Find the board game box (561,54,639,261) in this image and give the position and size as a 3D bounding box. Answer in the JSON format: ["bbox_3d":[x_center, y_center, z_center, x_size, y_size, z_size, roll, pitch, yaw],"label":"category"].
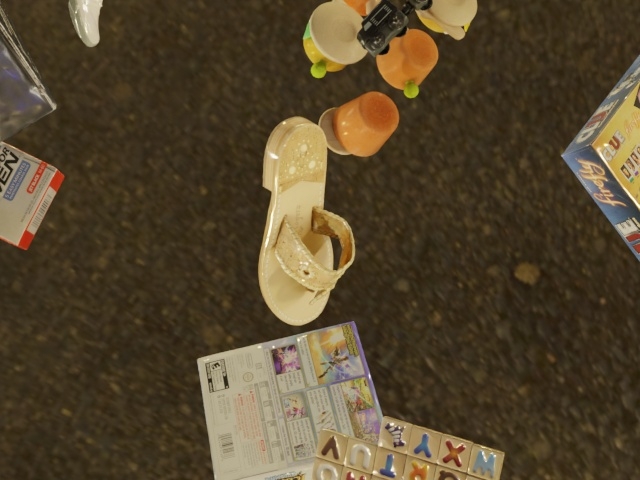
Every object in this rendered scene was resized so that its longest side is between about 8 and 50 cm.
[{"bbox_3d":[0.356,-0.098,1.393,0.042,0.165,0.243,-22,21,53],"label":"board game box"}]

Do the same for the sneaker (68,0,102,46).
[{"bbox_3d":[-0.289,-0.321,1.747,0.061,0.053,0.152,-11,99,-23],"label":"sneaker"}]

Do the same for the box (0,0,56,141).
[{"bbox_3d":[-0.412,-0.240,1.253,0.182,0.294,0.296,-33,37,-3],"label":"box"}]

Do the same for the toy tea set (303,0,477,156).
[{"bbox_3d":[0.061,-0.256,1.832,0.200,0.124,0.336,37,58,-12],"label":"toy tea set"}]

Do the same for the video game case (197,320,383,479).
[{"bbox_3d":[-0.040,0.246,1.986,0.244,0.061,0.269,-14,37,-2],"label":"video game case"}]

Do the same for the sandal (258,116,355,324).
[{"bbox_3d":[-0.005,0.002,1.335,0.088,0.240,0.079,-24,39,-29],"label":"sandal"}]

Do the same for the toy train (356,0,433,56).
[{"bbox_3d":[0.089,-0.221,1.170,0.036,0.027,0.158,44,89,16],"label":"toy train"}]

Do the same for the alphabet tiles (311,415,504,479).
[{"bbox_3d":[0.098,0.321,1.730,0.237,0.009,0.198,15,105,20],"label":"alphabet tiles"}]

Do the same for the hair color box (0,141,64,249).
[{"bbox_3d":[-0.368,-0.068,1.464,0.167,0.053,0.093,25,83,3],"label":"hair color box"}]
